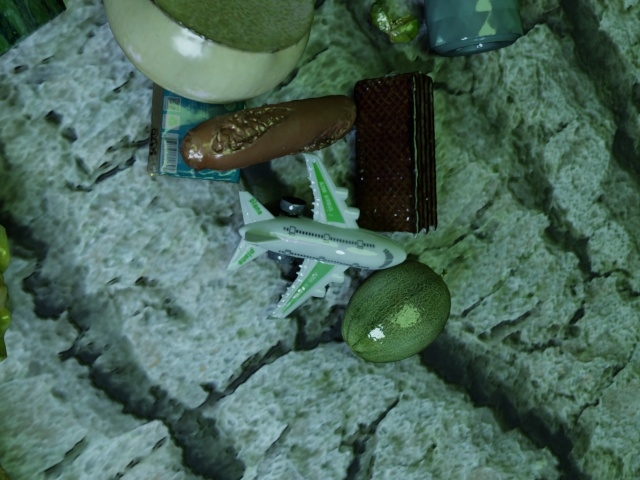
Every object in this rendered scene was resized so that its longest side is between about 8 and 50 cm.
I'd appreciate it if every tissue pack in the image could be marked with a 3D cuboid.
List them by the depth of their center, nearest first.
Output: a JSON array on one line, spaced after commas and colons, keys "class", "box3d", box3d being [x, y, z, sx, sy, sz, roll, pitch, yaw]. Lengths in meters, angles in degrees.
[{"class": "tissue pack", "box3d": [-0.168, -0.165, 1.090, 0.120, 0.082, 0.169, 4, 90, -25]}]

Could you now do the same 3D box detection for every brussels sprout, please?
[{"class": "brussels sprout", "box3d": [0.111, -0.334, 1.231, 0.084, 0.046, 0.050, 20, 88, -13]}]

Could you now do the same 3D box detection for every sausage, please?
[{"class": "sausage", "box3d": [-0.051, -0.149, 1.076, 0.327, 0.087, 0.079, -22, 97, -49]}]

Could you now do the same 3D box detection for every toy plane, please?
[{"class": "toy plane", "box3d": [-0.001, -0.002, 1.139, 0.256, 0.101, 0.250, 8, 109, -16]}]

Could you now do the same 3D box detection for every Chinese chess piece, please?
[{"class": "Chinese chess piece", "box3d": [-0.140, -0.306, 1.024, 0.270, 0.112, 0.269, 14, 56, -22]}]

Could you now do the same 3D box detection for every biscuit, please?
[{"class": "biscuit", "box3d": [0.113, -0.122, 1.197, 0.070, 0.106, 0.251, -7, 97, -54]}]

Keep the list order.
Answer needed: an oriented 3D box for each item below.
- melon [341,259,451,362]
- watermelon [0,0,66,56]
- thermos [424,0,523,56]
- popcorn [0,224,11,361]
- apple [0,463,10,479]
[{"class": "melon", "box3d": [0.119, 0.103, 1.197, 0.192, 0.139, 0.139, -37, 106, -15]}, {"class": "watermelon", "box3d": [-0.450, -0.283, 0.948, 0.212, 0.201, 0.261, 53, 30, -15]}, {"class": "thermos", "box3d": [0.205, -0.431, 1.213, 0.182, 0.145, 0.286, -12, 95, -20]}, {"class": "popcorn", "box3d": [-0.453, 0.052, 0.921, 0.217, 0.181, 0.234, 14, 92, -30]}, {"class": "apple", "box3d": [-0.489, 0.398, 0.886, 0.309, 0.252, 0.313, -21, 99, -10]}]
